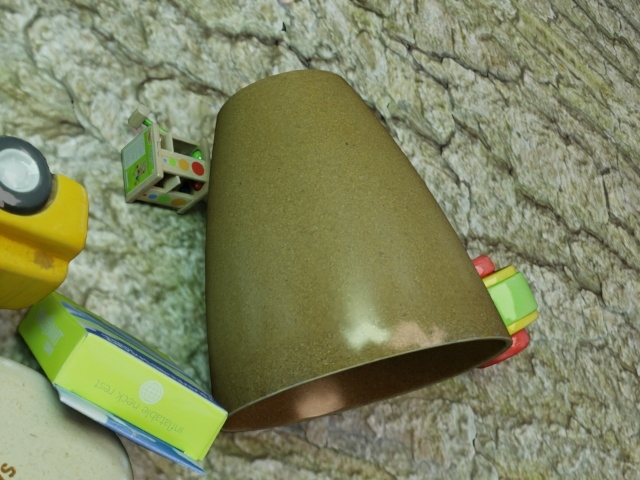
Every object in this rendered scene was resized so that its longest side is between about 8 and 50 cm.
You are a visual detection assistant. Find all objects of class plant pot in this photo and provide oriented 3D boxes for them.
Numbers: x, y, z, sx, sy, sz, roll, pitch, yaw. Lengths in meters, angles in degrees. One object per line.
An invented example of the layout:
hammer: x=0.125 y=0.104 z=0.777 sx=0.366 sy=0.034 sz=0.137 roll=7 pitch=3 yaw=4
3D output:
plant pot: x=0.000 y=0.000 z=0.728 sx=0.237 sy=0.237 sz=0.254 roll=1 pitch=66 yaw=-46

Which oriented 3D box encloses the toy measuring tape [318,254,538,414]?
toy measuring tape: x=0.135 y=0.089 z=0.909 sx=0.330 sy=0.121 sz=0.121 roll=-19 pitch=81 yaw=-49

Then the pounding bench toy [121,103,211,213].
pounding bench toy: x=-0.132 y=-0.074 z=0.783 sx=0.065 sy=0.052 sz=0.083 roll=12 pitch=58 yaw=-41

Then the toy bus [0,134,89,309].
toy bus: x=-0.292 y=-0.019 z=0.464 sx=0.332 sy=0.108 sz=0.130 roll=23 pitch=53 yaw=-39

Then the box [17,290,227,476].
box: x=-0.134 y=0.087 z=0.595 sx=0.109 sy=0.178 sz=0.042 roll=35 pitch=82 yaw=-25

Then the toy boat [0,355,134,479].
toy boat: x=-0.171 y=0.232 z=0.505 sx=0.318 sy=0.148 sz=0.267 roll=41 pitch=37 yaw=-9
